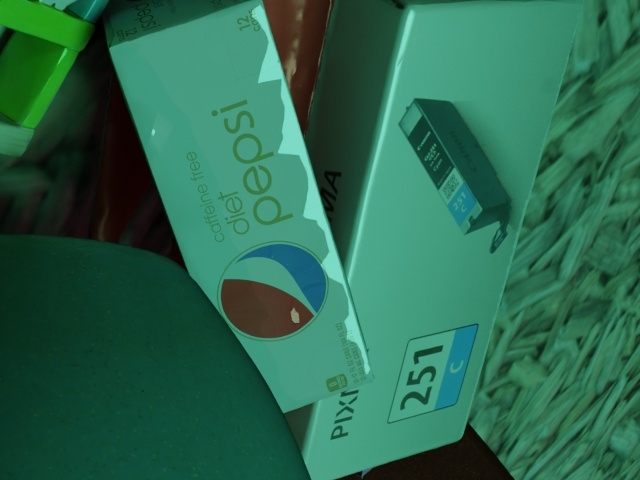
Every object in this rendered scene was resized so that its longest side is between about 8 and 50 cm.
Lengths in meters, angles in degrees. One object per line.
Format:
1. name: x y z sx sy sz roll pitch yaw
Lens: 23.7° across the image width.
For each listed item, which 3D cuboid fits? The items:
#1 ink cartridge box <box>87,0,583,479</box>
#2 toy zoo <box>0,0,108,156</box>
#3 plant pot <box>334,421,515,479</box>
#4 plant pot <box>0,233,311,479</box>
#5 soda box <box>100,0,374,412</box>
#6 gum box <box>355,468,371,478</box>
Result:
1. ink cartridge box: 0.000 0.000 0.834 0.261 0.066 0.296 -9 122 -38
2. toy zoo: -0.095 -0.170 0.585 0.293 0.030 0.192 -59 167 7
3. plant pot: 0.054 0.305 1.126 0.267 0.235 0.267 -33 144 -31
4. plant pot: -0.129 0.106 0.673 0.290 0.290 0.195 24 63 -60
5. soda box: -0.038 -0.020 0.738 0.074 0.069 0.216 -19 120 -3
6. gum box: 0.045 0.067 1.043 0.107 0.062 0.188 -36 145 -29
